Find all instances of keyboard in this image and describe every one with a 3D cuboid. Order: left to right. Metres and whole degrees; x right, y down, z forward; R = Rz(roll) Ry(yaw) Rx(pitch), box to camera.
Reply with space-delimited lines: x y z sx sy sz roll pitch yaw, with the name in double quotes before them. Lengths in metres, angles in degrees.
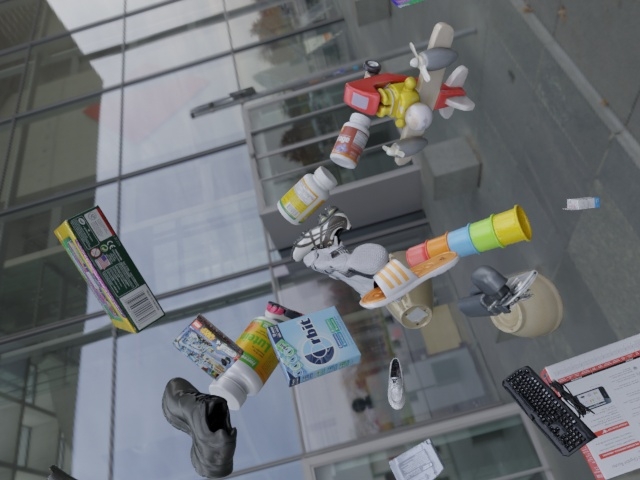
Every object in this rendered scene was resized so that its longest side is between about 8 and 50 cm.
"keyboard" 0.451 0.317 0.995 0.038 0.100 0.192 55 179 -40

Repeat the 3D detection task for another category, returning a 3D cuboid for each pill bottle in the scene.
"pill bottle" -0.198 0.342 1.411 0.245 0.137 0.136 -52 -43 -40
"pill bottle" -0.043 -0.161 1.783 0.118 0.208 0.117 41 -160 -19
"pill bottle" 0.134 -0.426 2.151 0.121 0.121 0.216 60 -128 -79

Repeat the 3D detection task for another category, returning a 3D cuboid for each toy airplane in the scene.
"toy airplane" 0.319 -0.441 1.623 0.386 0.385 0.272 42 -152 -37

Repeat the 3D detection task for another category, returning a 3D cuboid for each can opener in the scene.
"can opener" 0.298 0.086 0.890 0.093 0.074 0.280 43 173 11

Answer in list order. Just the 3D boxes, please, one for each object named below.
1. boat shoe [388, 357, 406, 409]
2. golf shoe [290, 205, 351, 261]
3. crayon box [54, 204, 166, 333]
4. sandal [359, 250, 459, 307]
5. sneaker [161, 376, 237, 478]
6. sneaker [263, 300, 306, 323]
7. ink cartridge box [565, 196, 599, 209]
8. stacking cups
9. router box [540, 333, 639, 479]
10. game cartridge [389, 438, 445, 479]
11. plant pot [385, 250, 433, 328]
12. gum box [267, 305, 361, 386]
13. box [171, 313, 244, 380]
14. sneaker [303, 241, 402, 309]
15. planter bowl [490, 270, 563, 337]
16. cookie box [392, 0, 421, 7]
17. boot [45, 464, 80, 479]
"boat shoe" 0.272 0.506 1.802 0.063 0.066 0.184 65 -150 -41
"golf shoe" 0.000 0.000 1.377 0.094 0.198 0.077 46 -164 12
"crayon box" -0.635 0.093 1.506 0.313 0.106 0.362 -8 113 58
"sandal" 0.196 0.069 1.179 0.076 0.266 0.102 64 168 -11
"sneaker" -0.262 0.387 1.135 0.286 0.109 0.130 34 111 41
"sneaker" -0.100 0.292 1.712 0.299 0.121 0.111 31 -101 -50
"ink cartridge box" 0.730 -0.104 1.417 0.048 0.084 0.028 -145 49 -78
"stacking cups" 0.377 0.008 1.311 0.096 0.316 0.095 28 -129 -40
"router box" 0.823 0.431 1.349 0.082 0.336 0.300 66 -175 -60
"game cartridge" 0.154 0.358 0.799 0.017 0.083 0.055 23 -146 -51
"plant pot" 0.356 0.221 2.062 0.274 0.257 0.256 -99 -7 -57
"gum box" -0.018 0.254 1.235 0.041 0.185 0.156 94 154 -46
"box" -0.257 0.245 1.155 0.137 0.094 0.027 43 -166 -7
"sneaker" 0.105 0.114 1.670 0.366 0.137 0.210 4 134 48
"planter bowl" 0.476 0.162 1.212 0.162 0.109 0.161 26 121 55
"cookie box" 0.194 -0.579 1.144 0.107 0.092 0.040 7 -96 -54
"boot" -0.592 0.612 1.148 0.137 0.197 0.077 32 -176 -3
